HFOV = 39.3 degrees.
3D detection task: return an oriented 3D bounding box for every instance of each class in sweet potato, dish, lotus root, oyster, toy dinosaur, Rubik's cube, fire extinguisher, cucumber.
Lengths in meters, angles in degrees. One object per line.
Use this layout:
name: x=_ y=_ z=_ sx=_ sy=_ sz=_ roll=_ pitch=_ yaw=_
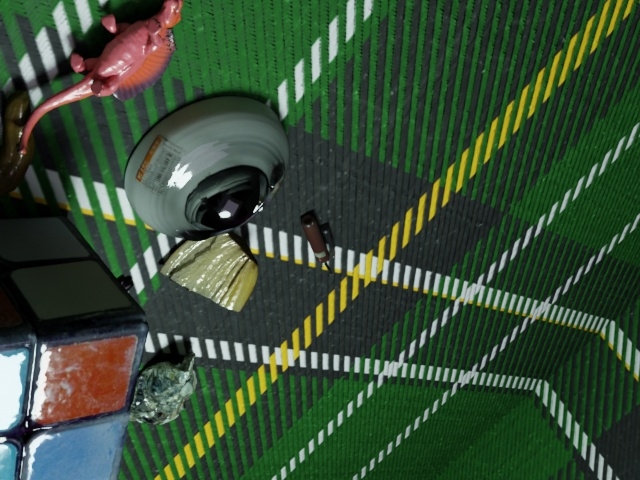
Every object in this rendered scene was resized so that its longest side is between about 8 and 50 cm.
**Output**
sweet potato: x=-0.408 y=-0.122 z=1.193 sx=0.053 sy=0.054 sz=0.182 roll=-9 pitch=139 yaw=-46
dish: x=-0.153 y=-0.077 z=1.394 sx=0.273 sy=0.134 sz=0.273 roll=-22 pitch=147 yaw=-15
lotus root: x=-0.179 y=0.045 z=1.580 sx=0.159 sy=0.095 sz=0.135 roll=40 pitch=102 yaw=-14
oyster: x=-0.311 y=0.308 z=1.830 sx=0.252 sy=0.087 sz=0.199 roll=-32 pitch=149 yaw=21
toy dinosaur: x=-0.274 y=-0.211 z=1.187 sx=0.286 sy=0.070 sz=0.139 roll=-45 pitch=168 yaw=6
Rubik's cube: x=-0.458 y=0.170 z=1.234 sx=0.316 sy=0.313 sz=0.319 roll=-6 pitch=122 yaw=-37
fire extinguisher: x=0.000 y=0.000 z=1.718 sx=0.049 sy=0.035 sz=0.173 roll=-64 pitch=156 yaw=-24
cucumber: x=-0.373 y=0.116 z=1.549 sx=0.135 sy=0.034 sz=0.033 roll=-43 pitch=141 yaw=15
